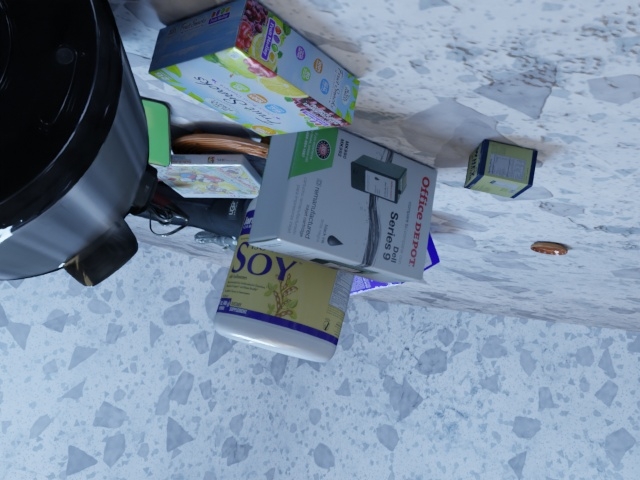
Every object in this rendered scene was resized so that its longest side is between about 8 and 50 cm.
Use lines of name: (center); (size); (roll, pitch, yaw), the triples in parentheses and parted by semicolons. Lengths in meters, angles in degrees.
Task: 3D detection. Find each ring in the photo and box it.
ring: (-0.135, -0.155, 1.238); (0.336, 0.032, 0.336); (11, 170, 2)

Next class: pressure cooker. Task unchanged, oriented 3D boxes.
pressure cooker: (-0.386, -0.134, 0.706); (0.375, 0.370, 0.420); (3, 172, -9)

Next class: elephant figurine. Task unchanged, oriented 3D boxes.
elephant figurine: (-0.203, -0.006, 1.749); (0.239, 0.186, 0.169); (21, -161, -44)

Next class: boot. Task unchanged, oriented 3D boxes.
boot: (-0.267, -0.058, 1.587); (0.444, 0.146, 0.367); (6, 166, 25)

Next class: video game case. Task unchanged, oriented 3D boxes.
video game case: (-0.226, -0.128, 1.247); (0.206, 0.026, 0.227); (1, 168, 10)

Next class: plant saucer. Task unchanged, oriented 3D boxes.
plant saucer: (0.540, 0.018, 1.434); (0.083, 0.013, 0.083); (11, 170, 2)

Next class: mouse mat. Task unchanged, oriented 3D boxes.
mouse mat: (-0.360, -0.205, 1.087); (0.189, 0.007, 0.153); (14, 139, -1)

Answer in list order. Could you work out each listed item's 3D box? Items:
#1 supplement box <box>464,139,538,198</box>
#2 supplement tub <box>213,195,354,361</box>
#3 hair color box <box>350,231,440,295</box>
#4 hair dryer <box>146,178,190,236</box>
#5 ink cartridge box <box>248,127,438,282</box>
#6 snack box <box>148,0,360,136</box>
supplement box: (0.276, -0.108, 0.935); (0.083, 0.056, 0.083); (12, 170, 0)
supplement tub: (-0.051, 0.049, 1.182); (0.240, 0.332, 0.241); (14, 167, 3)
hair color box: (0.108, 0.067, 1.545); (0.338, 0.110, 0.185); (-20, -179, 44)
hair dryer: (-0.393, -0.095, 1.322); (0.223, 0.080, 0.294); (19, -151, -16)
ink cartridge box: (0.047, -0.060, 1.038); (0.289, 0.211, 0.121); (17, 167, -29)
snack box: (-0.081, -0.208, 0.774); (0.174, 0.070, 0.207); (2, 165, 42)
